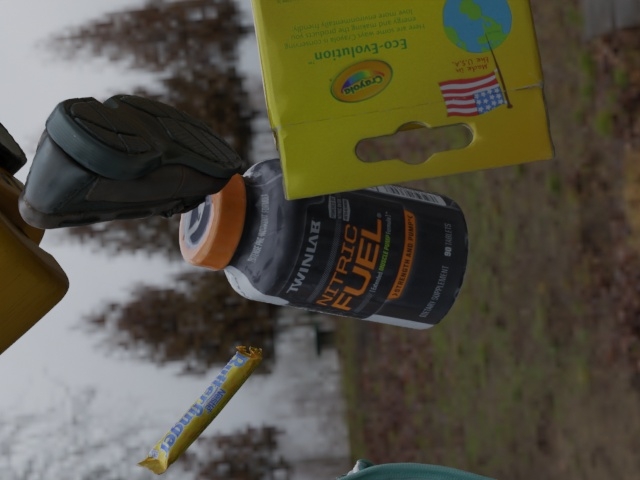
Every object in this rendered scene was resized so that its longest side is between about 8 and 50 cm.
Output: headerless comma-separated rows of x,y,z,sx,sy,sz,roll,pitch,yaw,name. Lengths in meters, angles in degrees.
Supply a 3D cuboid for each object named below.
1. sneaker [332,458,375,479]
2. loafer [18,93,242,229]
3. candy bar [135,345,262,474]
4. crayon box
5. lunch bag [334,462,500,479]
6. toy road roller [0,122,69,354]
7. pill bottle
0.025,0.270,1.372,0.065,0.076,0.166,42,-146,-41,sneaker
-0.146,-0.054,1.221,0.084,0.096,0.267,-52,-14,13,loafer
-0.111,0.159,1.541,0.161,0.040,0.018,-49,-58,-25,candy bar
0.045,-0.191,1.205,0.081,0.202,0.318,83,179,-81,crayon box
0.056,0.225,0.858,0.223,0.262,0.160,125,157,-56,lunch bag
-0.362,-0.022,1.427,0.240,0.202,0.329,49,-176,26,toy road roller
0.000,0.000,1.470,0.130,0.246,0.130,-35,49,56,pill bottle
